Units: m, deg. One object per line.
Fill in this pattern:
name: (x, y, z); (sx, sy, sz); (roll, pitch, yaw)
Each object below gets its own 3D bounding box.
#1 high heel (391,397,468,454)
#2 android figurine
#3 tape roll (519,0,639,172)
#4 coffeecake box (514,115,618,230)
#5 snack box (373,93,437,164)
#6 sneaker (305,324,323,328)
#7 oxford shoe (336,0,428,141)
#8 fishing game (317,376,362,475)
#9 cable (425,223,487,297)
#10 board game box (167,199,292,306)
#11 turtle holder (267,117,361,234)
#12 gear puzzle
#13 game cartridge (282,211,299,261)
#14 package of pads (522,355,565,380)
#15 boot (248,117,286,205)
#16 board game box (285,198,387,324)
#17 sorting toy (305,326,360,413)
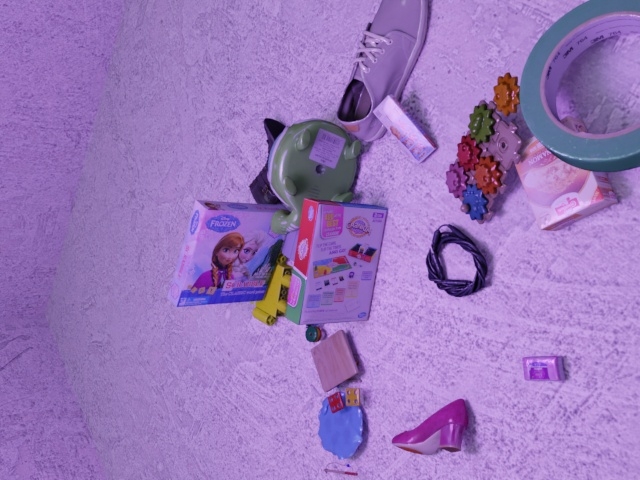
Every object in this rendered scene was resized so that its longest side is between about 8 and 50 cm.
high heel: (0.261, 0.449, 1.526); (0.244, 0.082, 0.117); (-37, 32, 57)
android figurine: (-0.169, 0.143, 2.041); (0.273, 0.056, 0.248); (23, 106, 46)
tape roll: (0.533, -0.288, 1.152); (0.321, 0.077, 0.321); (-10, 73, 35)
coffeecake box: (0.486, -0.131, 1.269); (0.142, 0.068, 0.185); (-33, 65, 42)
snack box: (0.210, -0.277, 1.574); (0.178, 0.022, 0.064); (51, 127, 5)
sneaker: (-0.006, 0.179, 1.823); (0.190, 0.071, 0.083); (122, 145, -47)
oxford shoe: (0.154, -0.477, 1.629); (0.169, 0.130, 0.449); (35, 114, 46)
fishing game: (0.060, 0.519, 1.770); (0.189, 0.041, 0.264); (-17, 67, 46)
cable: (0.315, 0.059, 1.479); (0.184, 0.047, 0.150); (47, 123, 39)
board game box: (-0.264, 0.040, 1.871); (0.066, 0.319, 0.318); (38, 117, 40)
turtle holder: (-0.033, -0.182, 1.774); (0.227, 0.243, 0.320); (29, 129, 60)
gear puzzle: (0.354, -0.199, 1.356); (0.339, 0.044, 0.175); (104, 148, -43)
game cartridge: (0.000, 0.000, 1.849); (0.297, 0.062, 0.198); (30, 116, 46)
package of pads: (0.464, 0.266, 1.308); (0.083, 0.032, 0.050); (-14, 77, 48)
boot: (-0.169, -0.235, 2.025); (0.229, 0.091, 0.263); (-45, 58, 38)
board game box: (0.045, 0.057, 1.649); (0.064, 0.242, 0.316); (20, 103, 50)
sorting toy: (0.051, 0.347, 1.769); (0.132, 0.046, 0.274); (-39, 57, 32)
